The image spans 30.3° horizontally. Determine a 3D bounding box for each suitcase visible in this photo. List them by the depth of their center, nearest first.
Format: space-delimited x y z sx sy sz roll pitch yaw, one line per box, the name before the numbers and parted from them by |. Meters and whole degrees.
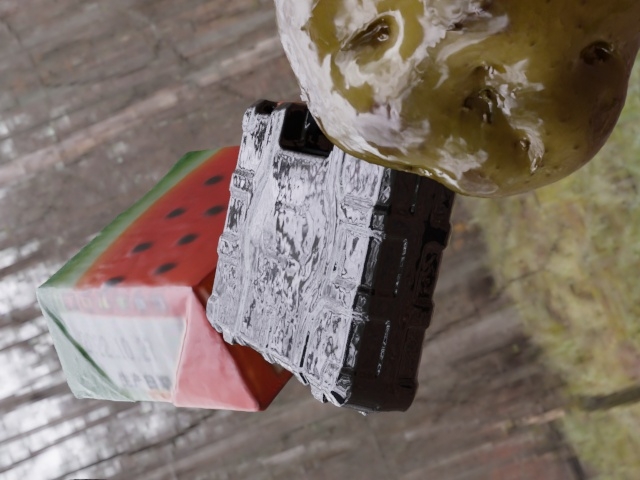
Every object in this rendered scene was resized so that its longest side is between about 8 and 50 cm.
suitcase | 0.001 0.000 0.885 0.285 0.066 0.206 20 98 65

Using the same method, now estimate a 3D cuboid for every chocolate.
chocolate | -0.115 0.025 1.394 0.360 0.341 0.161 -48 -59 -36

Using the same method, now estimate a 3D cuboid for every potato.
potato | 0.084 -0.200 0.593 0.195 0.176 0.369 114 169 -68

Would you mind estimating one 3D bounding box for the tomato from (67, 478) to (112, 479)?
tomato | -0.148 0.272 0.805 0.225 0.225 0.085 -108 13 -46
